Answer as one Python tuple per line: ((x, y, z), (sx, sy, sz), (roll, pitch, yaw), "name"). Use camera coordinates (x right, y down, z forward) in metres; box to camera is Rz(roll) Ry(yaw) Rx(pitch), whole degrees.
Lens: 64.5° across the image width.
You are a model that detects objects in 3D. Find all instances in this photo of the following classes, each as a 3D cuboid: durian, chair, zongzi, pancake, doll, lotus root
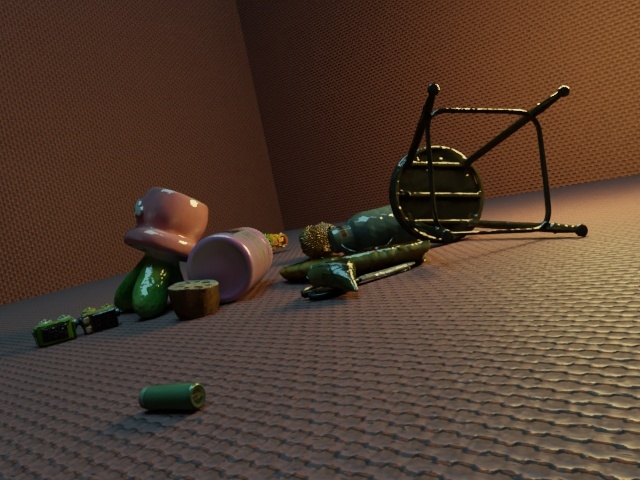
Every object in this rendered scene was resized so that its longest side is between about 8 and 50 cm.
((0.000, 0.000, 1.846), (0.158, 0.137, 0.168), (-31, 20, -3), "durian")
((0.386, -0.156, 1.344), (0.364, 0.362, 0.410), (-3, -6, -13), "chair")
((0.022, 0.083, 1.055), (0.109, 0.055, 0.119), (-11, 23, 6), "zongzi")
((0.085, 0.062, 1.373), (0.426, 0.067, 0.305), (-12, -3, 11), "pancake")
((-0.246, 0.015, 2.385), (0.186, 0.106, 0.134), (-13, -6, -18), "doll")
((-0.291, 0.135, 1.198), (0.112, 0.081, 0.122), (-9, 5, 10), "lotus root")

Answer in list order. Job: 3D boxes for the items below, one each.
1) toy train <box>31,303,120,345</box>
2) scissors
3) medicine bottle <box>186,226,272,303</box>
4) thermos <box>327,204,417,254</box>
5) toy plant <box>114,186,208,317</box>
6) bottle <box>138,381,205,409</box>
((-0.596, 0.206, 1.248), (0.202, 0.060, 0.081), (-14, 12, -26), "toy train")
((0.098, 0.088, 1.159), (0.299, 0.022, 0.109), (-13, 8, -27), "scissors")
((-0.237, 0.057, 1.395), (0.178, 0.178, 0.291), (-11, 6, 6), "medicine bottle")
((0.170, -0.017, 1.616), (0.286, 0.145, 0.182), (-15, 39, -16), "thermos")
((-0.457, 0.040, 1.433), (0.210, 0.357, 0.317), (15, -9, -33), "toy plant")
((-0.177, 0.185, 0.602), (0.083, 0.030, 0.030), (-10, 5, 25), "bottle")
